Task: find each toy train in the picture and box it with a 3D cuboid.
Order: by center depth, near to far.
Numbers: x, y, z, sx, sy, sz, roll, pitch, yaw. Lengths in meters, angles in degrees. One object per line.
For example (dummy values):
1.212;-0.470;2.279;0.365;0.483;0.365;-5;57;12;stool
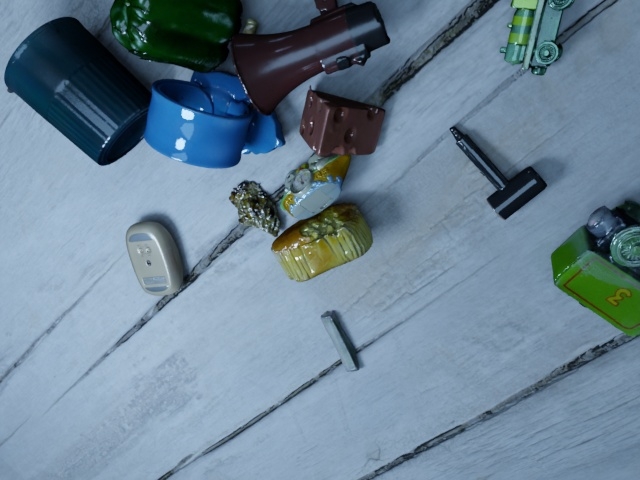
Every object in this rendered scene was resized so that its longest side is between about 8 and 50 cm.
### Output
0.452;-0.455;1.121;0.132;0.083;0.200;16;115;20;toy train
0.706;0.070;1.217;0.307;0.173;0.249;34;122;-1;toy train

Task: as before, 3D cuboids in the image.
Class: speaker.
-0.024;-0.463;1.217;0.329;0.259;0.198;-22;144;15;speaker

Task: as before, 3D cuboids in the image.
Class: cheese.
0.062;-0.274;1.261;0.177;0.203;0.128;5;114;-18;cheese

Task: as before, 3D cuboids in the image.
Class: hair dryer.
0.404;-0.182;1.254;0.128;0.070;0.255;-40;93;25;hair dryer

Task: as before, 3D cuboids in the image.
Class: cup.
-0.602;-0.344;1.358;0.292;0.242;0.308;42;113;-7;cup

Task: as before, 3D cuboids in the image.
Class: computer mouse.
-0.486;0.052;1.574;0.145;0.082;0.237;-8;111;17;computer mouse

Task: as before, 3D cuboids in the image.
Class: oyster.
-0.176;-0.078;1.457;0.105;0.056;0.177;-32;96;16;oyster

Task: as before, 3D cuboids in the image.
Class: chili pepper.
-0.328;-0.511;1.199;0.233;0.256;0.249;33;119;33;chili pepper

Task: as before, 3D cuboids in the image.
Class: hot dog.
-0.175;-0.499;1.293;0.030;0.034;0.090;28;136;-8;hot dog

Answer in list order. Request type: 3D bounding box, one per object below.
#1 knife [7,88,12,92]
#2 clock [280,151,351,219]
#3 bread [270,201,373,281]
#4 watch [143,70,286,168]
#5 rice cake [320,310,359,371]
-0.781;-0.466;1.477;0.247;0.018;0.035;-22;102;21;knife
-0.016;-0.149;1.341;0.231;0.144;0.103;-34;137;23;clock
0.000;0.000;1.365;0.250;0.179;0.133;-21;107;24;bread
-0.253;-0.264;1.276;0.305;0.274;0.241;23;115;10;watch
0.059;0.299;1.555;0.047;0.036;0.207;-17;107;33;rice cake
